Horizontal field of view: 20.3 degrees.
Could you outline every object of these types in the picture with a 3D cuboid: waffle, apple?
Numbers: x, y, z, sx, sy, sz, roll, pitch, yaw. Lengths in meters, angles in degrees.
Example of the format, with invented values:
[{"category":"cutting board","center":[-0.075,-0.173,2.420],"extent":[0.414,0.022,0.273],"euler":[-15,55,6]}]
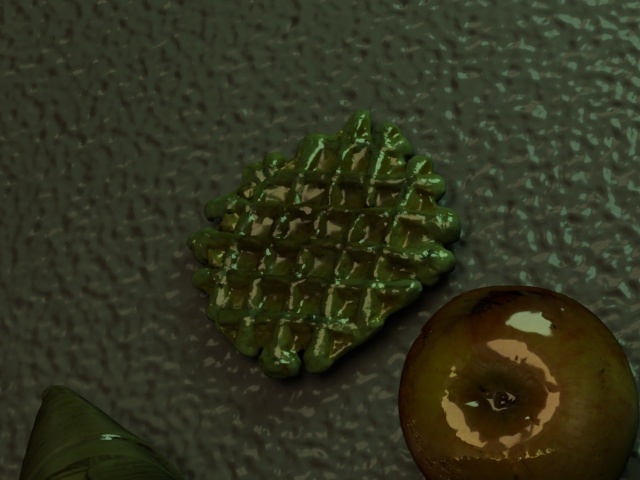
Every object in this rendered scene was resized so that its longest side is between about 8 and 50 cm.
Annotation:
[{"category":"waffle","center":[0.000,0.000,1.195],"extent":[0.183,0.036,0.169],"euler":[-36,55,-1]},{"category":"apple","center":[0.114,0.093,1.046],"extent":[0.146,0.146,0.146],"euler":[-9,60,16]}]

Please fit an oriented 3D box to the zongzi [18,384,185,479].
[{"category":"zongzi","center":[-0.166,0.378,1.017],"extent":[0.500,0.218,0.467],"euler":[-59,32,1]}]
